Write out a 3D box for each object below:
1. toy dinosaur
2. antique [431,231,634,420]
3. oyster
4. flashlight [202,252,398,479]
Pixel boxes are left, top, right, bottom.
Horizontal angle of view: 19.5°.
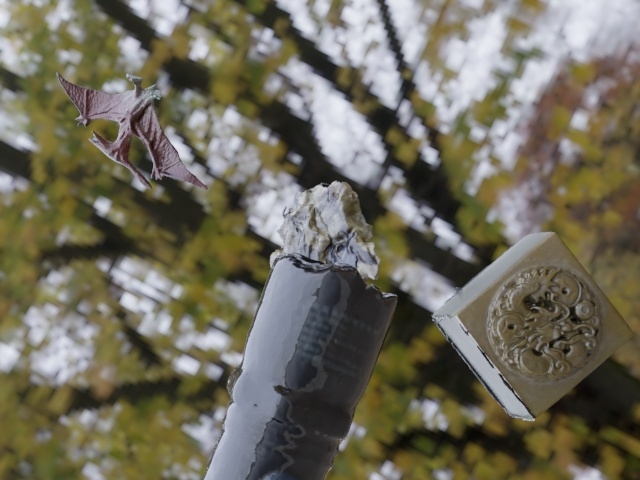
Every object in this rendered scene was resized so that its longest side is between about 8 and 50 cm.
[{"bbox_3d":[-0.209,-0.127,2.068,0.108,0.220,0.032,-59,-15,23],"label":"toy dinosaur"},{"bbox_3d":[0.222,0.090,1.966,0.152,0.147,0.148,-40,5,-8],"label":"antique"},{"bbox_3d":[-0.003,0.007,1.613,0.051,0.103,0.148,-27,-6,-27],"label":"oyster"},{"bbox_3d":[-0.058,0.216,1.359,0.424,0.103,0.103,-70,-19,-4],"label":"flashlight"}]
